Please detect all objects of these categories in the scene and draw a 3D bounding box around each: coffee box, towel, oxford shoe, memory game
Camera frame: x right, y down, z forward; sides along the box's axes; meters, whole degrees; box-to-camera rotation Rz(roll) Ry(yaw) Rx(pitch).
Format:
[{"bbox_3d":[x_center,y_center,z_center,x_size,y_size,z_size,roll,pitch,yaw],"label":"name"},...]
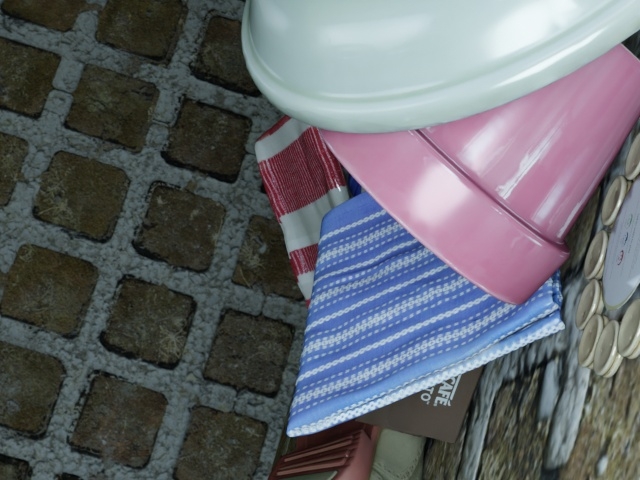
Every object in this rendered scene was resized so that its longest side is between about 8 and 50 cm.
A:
[{"bbox_3d":[0.102,0.066,1.257,0.246,0.098,0.141,-81,6,-63],"label":"coffee box"},{"bbox_3d":[0.000,0.000,1.629,0.237,0.037,0.329,155,98,-70],"label":"towel"},{"bbox_3d":[0.087,0.014,1.106,0.243,0.040,0.336,-26,25,20],"label":"towel"},{"bbox_3d":[0.047,0.219,1.275,0.123,0.130,0.348,-20,13,28],"label":"oxford shoe"},{"bbox_3d":[0.201,-0.002,0.812,0.186,0.012,0.186,-162,90,-86],"label":"memory game"}]

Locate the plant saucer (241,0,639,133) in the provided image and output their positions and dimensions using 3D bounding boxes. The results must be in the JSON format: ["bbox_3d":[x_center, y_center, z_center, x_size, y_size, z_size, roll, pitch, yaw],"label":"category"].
[{"bbox_3d":[0.097,-0.250,0.881,0.400,0.100,0.400,-23,39,20],"label":"plant saucer"}]

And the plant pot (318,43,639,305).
[{"bbox_3d":[0.128,-0.085,0.907,0.180,0.201,0.201,-49,10,13],"label":"plant pot"}]

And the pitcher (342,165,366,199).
[{"bbox_3d":[0.088,-0.059,1.533,0.125,0.178,0.207,-32,-22,-29],"label":"pitcher"}]

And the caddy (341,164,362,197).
[{"bbox_3d":[0.077,-0.097,1.773,0.241,0.179,0.341,-93,20,-76],"label":"caddy"}]
